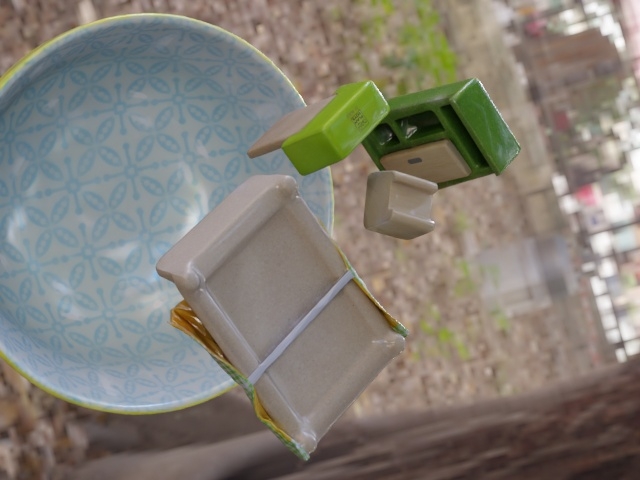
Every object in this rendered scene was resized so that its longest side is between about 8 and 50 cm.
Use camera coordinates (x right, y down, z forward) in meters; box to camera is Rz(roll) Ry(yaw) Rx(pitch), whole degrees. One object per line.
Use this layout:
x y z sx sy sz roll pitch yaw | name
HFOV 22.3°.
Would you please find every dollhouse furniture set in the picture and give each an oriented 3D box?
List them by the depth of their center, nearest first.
0.000 0.000 0.549 0.151 0.059 0.076 -46 109 -33 | dollhouse furniture set

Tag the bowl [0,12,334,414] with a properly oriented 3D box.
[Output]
-0.152 -0.025 1.218 0.156 0.290 0.289 13 -56 63 | bowl
